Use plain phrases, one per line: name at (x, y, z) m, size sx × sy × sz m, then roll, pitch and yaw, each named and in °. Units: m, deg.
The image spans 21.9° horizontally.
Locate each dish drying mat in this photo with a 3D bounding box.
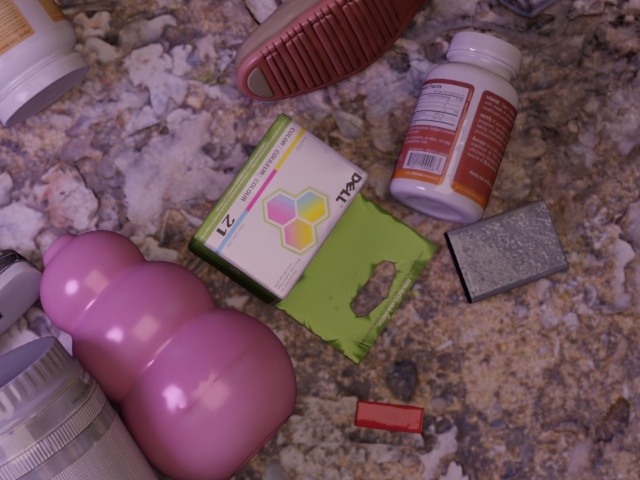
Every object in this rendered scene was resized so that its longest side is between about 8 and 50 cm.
dish drying mat at (0.084, 0.215, 2.014) m, size 0.083 × 0.008 × 0.032 m, roll 7°, pitch 83°, yaw -10°

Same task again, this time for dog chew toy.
dog chew toy at (-0.186, 0.120, 1.889) m, size 0.332 × 0.206 × 0.206 m, roll 43°, pitch 78°, yaw 6°

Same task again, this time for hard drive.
hard drive at (0.231, 0.013, 2.058) m, size 0.135 × 0.022 × 0.094 m, roll -19°, pitch 87°, yaw -12°

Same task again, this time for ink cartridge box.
ink cartridge box at (0.000, 0.000, 1.981) m, size 0.255 × 0.097 × 0.188 m, roll 35°, pitch 78°, yaw -4°

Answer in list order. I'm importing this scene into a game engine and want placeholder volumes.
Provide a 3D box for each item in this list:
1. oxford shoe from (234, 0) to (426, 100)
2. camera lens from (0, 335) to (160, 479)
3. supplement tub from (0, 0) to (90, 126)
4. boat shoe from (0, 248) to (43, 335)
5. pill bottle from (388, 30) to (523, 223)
oxford shoe at (0.044, -0.320, 2.033) m, size 0.397 × 0.140 × 0.146 m, roll -36°, pitch 59°, yaw -8°
camera lens at (-0.297, 0.270, 1.789) m, size 0.219 × 0.219 × 0.274 m, roll -33°, pitch 101°, yaw -12°
supplement tub at (-0.374, -0.247, 1.918) m, size 0.144 × 0.144 × 0.199 m, roll -35°, pitch 90°, yaw -12°
boat shoe at (-0.418, 0.096, 1.910) m, size 0.219 × 0.077 × 0.070 m, roll -41°, pitch 51°, yaw -17°
pill bottle at (0.171, -0.138, 2.016) m, size 0.121 × 0.121 × 0.216 m, roll 21°, pitch 80°, yaw -7°
